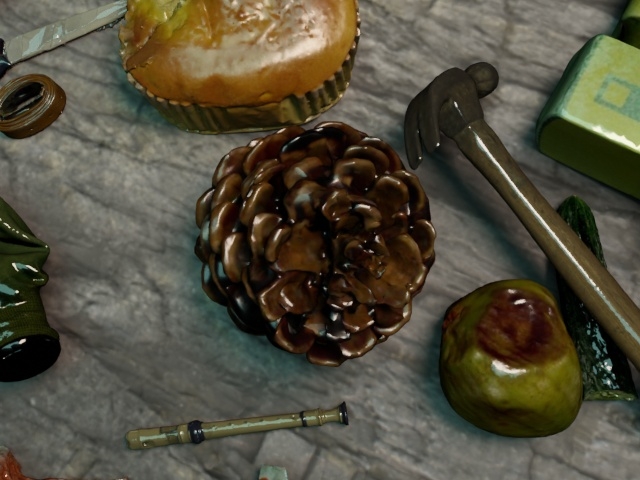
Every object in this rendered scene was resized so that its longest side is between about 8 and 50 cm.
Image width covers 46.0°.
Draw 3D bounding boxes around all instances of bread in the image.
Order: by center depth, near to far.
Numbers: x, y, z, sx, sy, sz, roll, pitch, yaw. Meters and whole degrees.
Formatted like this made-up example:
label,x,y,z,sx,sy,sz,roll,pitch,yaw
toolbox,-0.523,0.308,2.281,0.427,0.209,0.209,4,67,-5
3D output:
label,x,y,z,sx,sy,sz,roll,pitch,yaw
bread,-0.081,-0.213,0.788,0.250,0.133,0.178,-3,86,4

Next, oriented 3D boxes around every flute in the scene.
label,x,y,z,sx,sy,sz,roll,pitch,yaw
flute,-0.087,0.193,0.782,0.233,0.027,0.027,-7,81,3

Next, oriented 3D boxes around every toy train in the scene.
label,x,y,z,sx,sy,sz,roll,pitch,yaw
toy train,0.401,-0.192,0.746,0.253,0.160,0.397,29,85,13

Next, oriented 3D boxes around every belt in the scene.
label,x,y,z,sx,sy,sz,roll,pitch,yaw
belt,-0.329,-0.152,0.841,0.083,0.036,0.059,-34,80,-2

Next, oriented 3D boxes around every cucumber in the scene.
label,x,y,z,sx,sy,sz,roll,pitch,yaw
cucumber,0.273,0.057,0.766,0.058,0.052,0.214,-4,80,-24

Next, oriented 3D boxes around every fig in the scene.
label,x,y,z,sx,sy,sz,roll,pitch,yaw
fig,0.185,0.120,0.731,0.144,0.154,0.165,-43,113,-17

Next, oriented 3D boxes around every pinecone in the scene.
label,x,y,z,sx,sy,sz,roll,pitch,yaw
pinecone,0.000,0.000,0.699,0.224,0.272,0.224,-3,97,-23

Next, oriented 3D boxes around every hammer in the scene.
label,x,y,z,sx,sy,sz,roll,pitch,yaw
hammer,0.241,0.017,0.704,0.168,0.044,0.440,-32,81,-43

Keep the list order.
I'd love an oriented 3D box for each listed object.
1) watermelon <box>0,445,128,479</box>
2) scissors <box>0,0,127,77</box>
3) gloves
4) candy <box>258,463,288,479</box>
label,x,y,z,sx,sy,sz,roll,pitch,yaw
watermelon,-0.284,0.286,0.749,0.158,0.098,0.121,13,83,1
scissors,-0.344,-0.219,0.860,0.300,0.022,0.109,-22,85,-1
gloves,-0.353,0.021,0.782,0.135,0.107,0.268,-27,77,-12
candy,-0.006,0.360,0.736,0.086,0.059,0.292,-26,82,-2
